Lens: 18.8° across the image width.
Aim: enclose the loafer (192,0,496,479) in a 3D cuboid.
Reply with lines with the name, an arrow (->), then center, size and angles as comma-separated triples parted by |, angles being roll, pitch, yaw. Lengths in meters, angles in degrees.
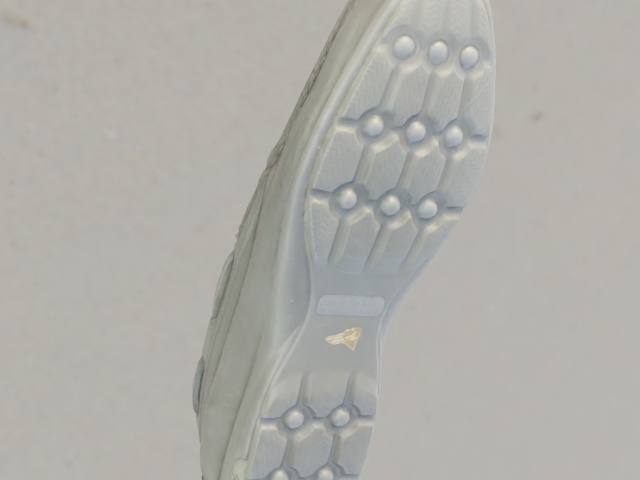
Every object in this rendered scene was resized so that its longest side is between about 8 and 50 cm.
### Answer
loafer -> 0.000, 0.000, 1.002 | 0.112, 0.111, 0.319 | 8, 112, -31
